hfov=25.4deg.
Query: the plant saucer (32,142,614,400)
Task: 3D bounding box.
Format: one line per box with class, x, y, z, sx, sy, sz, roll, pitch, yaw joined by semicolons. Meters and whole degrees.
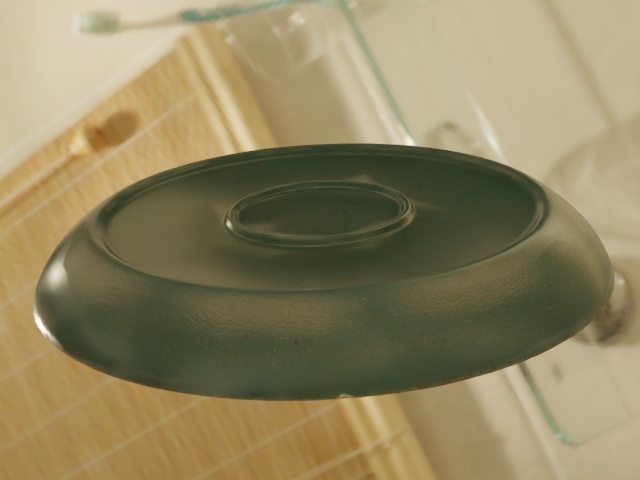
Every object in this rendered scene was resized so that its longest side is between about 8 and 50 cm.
plant saucer;0.000;0.000;0.779;0.317;0.317;0.044;-43;-47;-61
